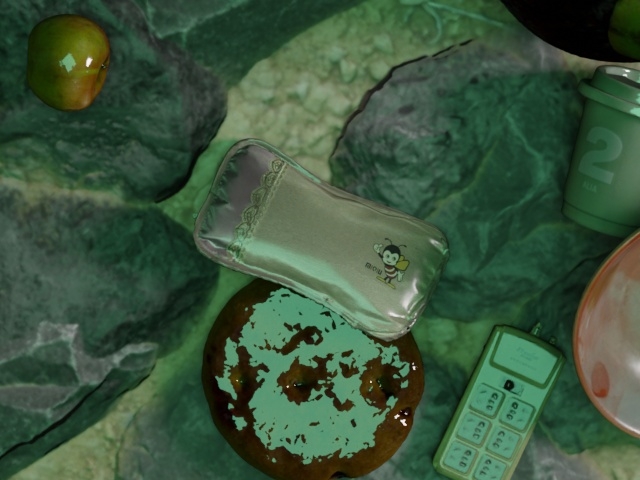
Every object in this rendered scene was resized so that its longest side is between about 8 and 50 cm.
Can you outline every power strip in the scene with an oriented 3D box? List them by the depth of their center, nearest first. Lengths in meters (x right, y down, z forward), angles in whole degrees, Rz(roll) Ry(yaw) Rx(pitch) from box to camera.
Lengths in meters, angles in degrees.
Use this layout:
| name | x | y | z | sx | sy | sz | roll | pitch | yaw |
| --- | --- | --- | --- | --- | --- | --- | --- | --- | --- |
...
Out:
| name | x | y | z | sx | sy | sz | roll | pitch | yaw |
| --- | --- | --- | --- | --- | --- | --- | --- | --- | --- |
| power strip | 0.170 | 0.153 | 1.677 | 0.076 | 0.028 | 0.169 | 24 | 93 | 0 |

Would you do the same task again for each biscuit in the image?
| name | x | y | z | sx | sy | sz | roll | pitch | yaw |
| --- | --- | --- | --- | --- | --- | --- | --- | --- | --- |
| biscuit | -0.007 | 0.126 | 1.673 | 0.212 | 0.036 | 0.212 | 0 | 93 | -1 |

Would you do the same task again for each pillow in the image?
| name | x | y | z | sx | sy | sz | roll | pitch | yaw |
| --- | --- | --- | --- | --- | --- | --- | --- | --- | --- |
| pillow | 0.000 | 0.000 | 1.651 | 0.232 | 0.038 | 0.131 | 26 | 67 | -1 |

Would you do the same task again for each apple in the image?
| name | x | y | z | sx | sy | sz | roll | pitch | yaw |
| --- | --- | --- | --- | --- | --- | --- | --- | --- | --- |
| apple | -0.230 | -0.161 | 1.630 | 0.074 | 0.089 | 0.090 | 5 | 94 | -6 |

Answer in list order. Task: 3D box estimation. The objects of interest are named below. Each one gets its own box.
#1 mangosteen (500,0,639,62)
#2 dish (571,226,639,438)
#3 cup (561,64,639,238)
| name | x | y | z | sx | sy | sz | roll | pitch | yaw |
| --- | --- | --- | --- | --- | --- | --- | --- | --- | --- |
| mangosteen | 0.268 | -0.286 | 1.518 | 0.300 | 0.300 | 0.300 | 0 | 93 | 0 |
| dish | 0.345 | 0.058 | 1.621 | 0.260 | 0.085 | 0.260 | -4 | 119 | -7 |
| cup | 0.276 | -0.080 | 1.628 | 0.120 | 0.120 | 0.141 | 17 | 108 | -1 |
